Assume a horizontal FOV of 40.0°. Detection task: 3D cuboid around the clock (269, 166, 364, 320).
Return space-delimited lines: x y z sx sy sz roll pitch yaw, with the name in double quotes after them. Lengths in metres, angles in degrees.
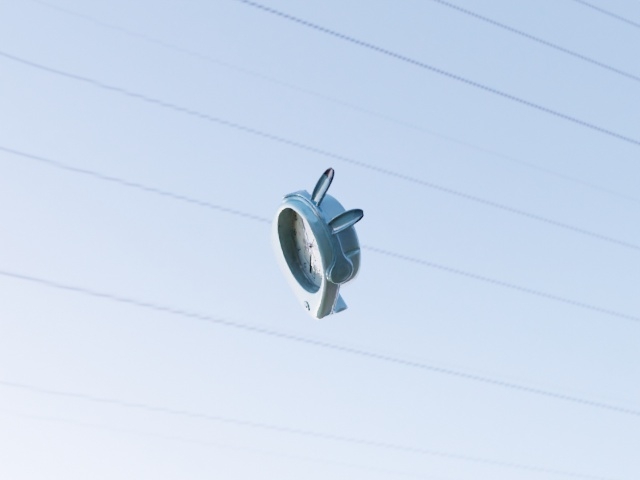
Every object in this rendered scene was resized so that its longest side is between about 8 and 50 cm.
-0.001 0.000 0.818 0.045 0.108 0.147 -20 -26 -25 "clock"
